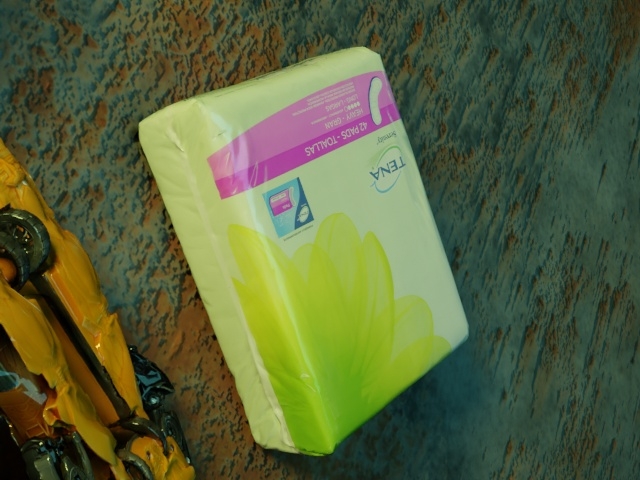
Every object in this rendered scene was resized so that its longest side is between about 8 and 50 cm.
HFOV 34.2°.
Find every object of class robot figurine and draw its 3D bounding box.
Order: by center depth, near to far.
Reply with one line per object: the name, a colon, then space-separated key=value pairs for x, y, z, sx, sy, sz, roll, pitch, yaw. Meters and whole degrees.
robot figurine: x=-0.173 y=0.089 z=0.655 sx=0.211 sy=0.085 sz=0.291 roll=-75 pitch=141 yaw=-70

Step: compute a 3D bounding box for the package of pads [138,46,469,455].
package of pads: x=0.000 y=0.000 z=0.885 sx=0.229 sy=0.101 sz=0.296 roll=-29 pitch=103 yaw=-46
